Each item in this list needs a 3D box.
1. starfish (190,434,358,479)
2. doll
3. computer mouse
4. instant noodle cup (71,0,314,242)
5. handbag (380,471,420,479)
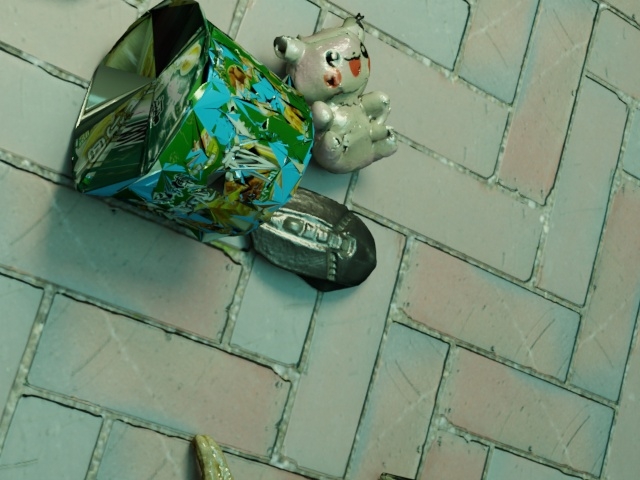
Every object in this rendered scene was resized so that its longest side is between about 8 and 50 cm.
[{"bbox_3d":[-0.076,0.386,1.347,0.327,0.094,0.375,39,58,13],"label":"starfish"},{"bbox_3d":[0.019,-0.176,1.478,0.149,0.095,0.192,-15,95,-40],"label":"doll"},{"bbox_3d":[0.000,0.000,1.478,0.192,0.062,0.106,24,75,-32],"label":"computer mouse"},{"bbox_3d":[-0.129,-0.117,1.307,0.178,0.240,0.240,29,73,-36],"label":"instant noodle cup"},{"bbox_3d":[0.194,0.412,1.420,0.160,0.358,0.236,-40,110,-30],"label":"handbag"}]
